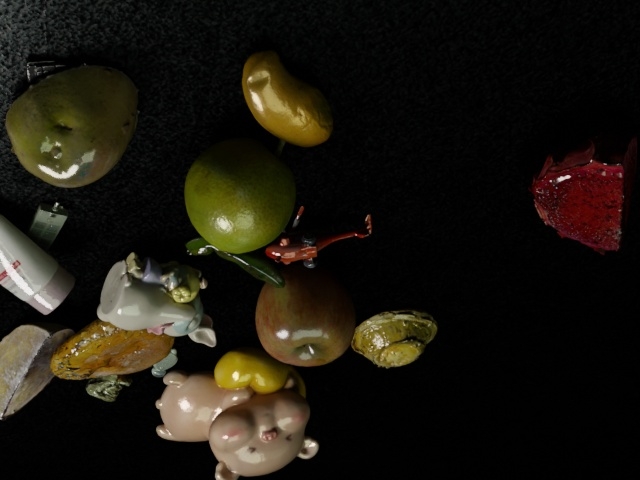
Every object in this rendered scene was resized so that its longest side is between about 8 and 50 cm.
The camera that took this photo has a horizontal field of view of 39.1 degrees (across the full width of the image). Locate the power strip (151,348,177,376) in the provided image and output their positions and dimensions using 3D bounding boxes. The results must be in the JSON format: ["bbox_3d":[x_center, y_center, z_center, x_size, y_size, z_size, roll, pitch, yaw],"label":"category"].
[{"bbox_3d":[-0.331,0.251,1.893,0.055,0.035,0.083,10,126,-26],"label":"power strip"}]

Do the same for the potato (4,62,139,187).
[{"bbox_3d":[-0.341,-0.142,1.277,0.202,0.117,0.182,-25,144,9],"label":"potato"}]

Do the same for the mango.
[{"bbox_3d":[-0.050,-0.200,1.316,0.098,0.075,0.190,-39,133,11],"label":"mango"}]

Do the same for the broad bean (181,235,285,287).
[{"bbox_3d":[-0.149,0.029,1.598,0.195,0.046,0.061,17,134,0],"label":"broad bean"}]

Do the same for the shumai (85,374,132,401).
[{"bbox_3d":[-0.446,0.293,1.903,0.083,0.082,0.081,18,99,-51],"label":"shumai"}]

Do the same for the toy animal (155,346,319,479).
[{"bbox_3d":[-0.174,0.381,1.916,0.344,0.247,0.278,-2,141,-11],"label":"toy animal"}]

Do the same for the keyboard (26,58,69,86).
[{"bbox_3d":[-0.391,-0.184,1.304,0.060,0.018,0.196,-3,143,-15],"label":"keyboard"}]

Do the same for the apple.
[{"bbox_3d":[-0.028,0.137,1.682,0.188,0.174,0.188,-3,148,-2],"label":"apple"}]

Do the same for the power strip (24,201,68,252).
[{"bbox_3d":[-0.461,-0.022,1.501,0.050,0.019,0.136,17,136,-29],"label":"power strip"}]

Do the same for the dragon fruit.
[{"bbox_3d":[0.466,-0.094,1.532,0.189,0.163,0.262,-41,142,-15],"label":"dragon fruit"}]

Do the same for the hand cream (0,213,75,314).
[{"bbox_3d":[-0.521,0.017,1.478,0.133,0.083,0.248,-36,116,27],"label":"hand cream"}]

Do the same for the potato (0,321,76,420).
[{"bbox_3d":[-0.570,0.221,1.766,0.261,0.100,0.120,-53,167,25],"label":"potato"}]

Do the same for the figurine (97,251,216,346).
[{"bbox_3d":[-0.269,0.109,1.640,0.235,0.127,0.155,18,111,-34],"label":"figurine"}]

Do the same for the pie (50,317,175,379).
[{"bbox_3d":[-0.404,0.211,1.757,0.273,0.069,0.273,-19,154,-10],"label":"pie"}]

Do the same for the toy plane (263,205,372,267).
[{"bbox_3d":[-0.001,0.006,1.603,0.194,0.077,0.126,5,128,-20],"label":"toy plane"}]

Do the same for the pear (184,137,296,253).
[{"bbox_3d":[-0.106,-0.086,1.385,0.216,0.180,0.166,-45,128,1],"label":"pear"}]

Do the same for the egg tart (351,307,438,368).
[{"bbox_3d":[0.159,0.216,1.926,0.191,0.074,0.191,-6,146,-4],"label":"egg tart"}]
